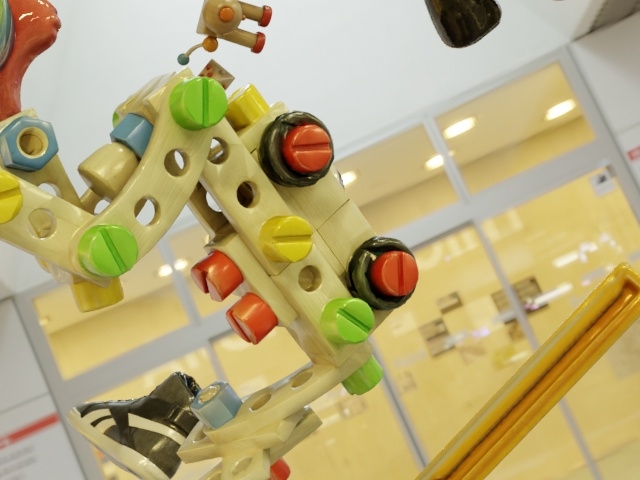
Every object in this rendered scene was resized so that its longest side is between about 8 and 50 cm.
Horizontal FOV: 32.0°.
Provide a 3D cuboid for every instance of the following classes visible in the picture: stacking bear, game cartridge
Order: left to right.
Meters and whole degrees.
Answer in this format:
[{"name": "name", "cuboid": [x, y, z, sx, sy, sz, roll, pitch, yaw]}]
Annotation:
[{"name": "stacking bear", "cuboid": [-0.400, -0.241, 1.119, 0.289, 0.164, 0.175, 72, -140, -77]}, {"name": "game cartridge", "cuboid": [0.224, 0.158, 1.164, 0.285, 0.052, 0.323, -47, -15, 1]}]

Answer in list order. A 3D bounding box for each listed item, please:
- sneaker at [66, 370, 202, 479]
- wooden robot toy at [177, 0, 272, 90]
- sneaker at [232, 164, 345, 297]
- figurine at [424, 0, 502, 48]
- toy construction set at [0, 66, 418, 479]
[{"name": "sneaker", "cuboid": [-0.189, 0.193, 1.225, 0.121, 0.079, 0.217, -50, 31, -18]}, {"name": "wooden robot toy", "cuboid": [-0.079, -0.211, 1.016, 0.076, 0.173, 0.079, 13, 7, -12]}, {"name": "sneaker", "cuboid": [0.000, 0.000, 1.331, 0.148, 0.131, 0.350, 15, -17, -12]}, {"name": "figurine", "cuboid": [0.187, -0.346, 1.265, 0.215, 0.092, 0.209, -22, -46, 24]}, {"name": "toy construction set", "cuboid": [-0.066, 0.029, 0.707, 0.215, 0.328, 0.151, -44, 35, -24]}]
